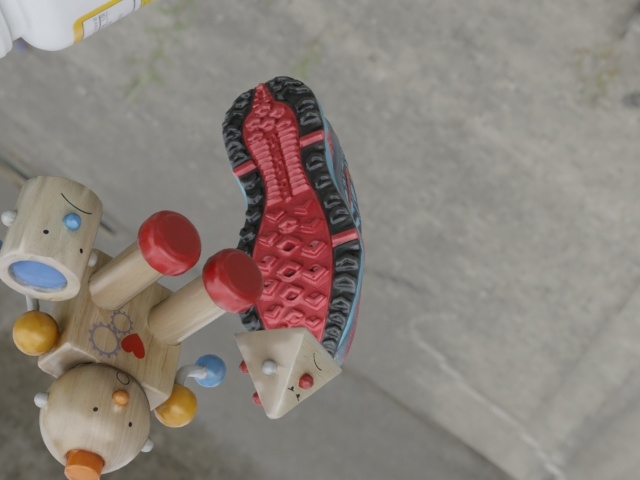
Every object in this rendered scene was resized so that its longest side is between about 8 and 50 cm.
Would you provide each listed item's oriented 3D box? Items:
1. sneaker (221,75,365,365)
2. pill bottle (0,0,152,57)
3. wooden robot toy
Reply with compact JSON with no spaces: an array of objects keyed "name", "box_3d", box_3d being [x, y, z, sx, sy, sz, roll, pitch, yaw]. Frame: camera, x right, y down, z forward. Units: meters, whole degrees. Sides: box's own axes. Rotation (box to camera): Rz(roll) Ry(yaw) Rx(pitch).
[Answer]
[{"name":"sneaker","box_3d":[0.000,0.000,1.264,0.104,0.261,0.125,-19,143,19]},{"name":"pill bottle","box_3d":[-0.161,-0.198,1.092,0.117,0.208,0.117,52,164,22]},{"name":"wooden robot toy","box_3d":[-0.070,0.036,0.532,0.173,0.079,0.076,30,142,-25]}]
